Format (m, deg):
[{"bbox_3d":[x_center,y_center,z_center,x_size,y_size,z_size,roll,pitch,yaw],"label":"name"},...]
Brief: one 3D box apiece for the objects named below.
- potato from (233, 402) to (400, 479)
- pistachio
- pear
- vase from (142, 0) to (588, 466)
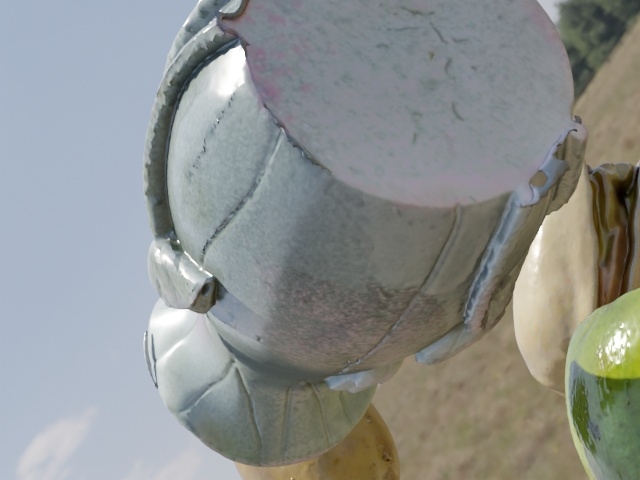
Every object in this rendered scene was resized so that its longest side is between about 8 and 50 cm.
[{"bbox_3d":[-0.009,0.208,1.394,0.150,0.234,0.146,-2,-44,-47],"label":"potato"},{"bbox_3d":[0.319,0.041,1.533,0.187,0.187,0.299,94,-176,-80],"label":"pistachio"},{"bbox_3d":[0.278,0.181,1.058,0.288,0.139,0.239,41,-142,-59],"label":"pear"},{"bbox_3d":[0.000,0.000,0.875,0.250,0.250,0.445,-52,-5,-30],"label":"vase"}]
